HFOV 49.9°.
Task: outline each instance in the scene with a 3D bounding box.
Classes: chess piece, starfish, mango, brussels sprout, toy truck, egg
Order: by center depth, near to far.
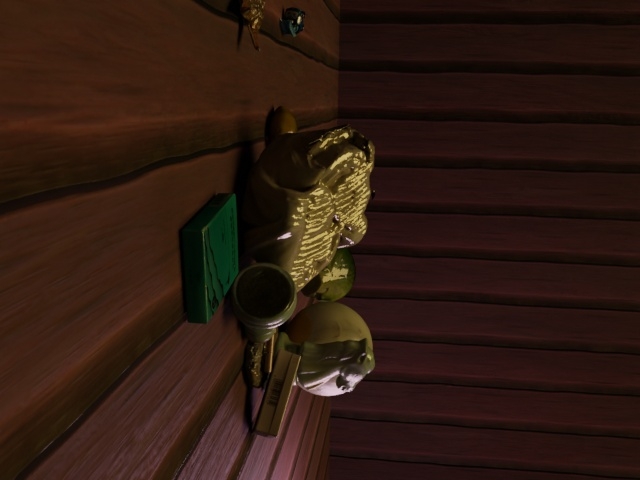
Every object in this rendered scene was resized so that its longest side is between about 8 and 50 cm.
[{"bbox_3d":[-0.142,-0.508,1.399,0.138,0.050,0.248,79,7,-62],"label":"starfish"},{"bbox_3d":[-0.130,0.165,1.498,0.272,0.139,0.139,105,-8,-60],"label":"chess piece"},{"bbox_3d":[-0.096,-0.290,1.782,0.161,0.076,0.103,-93,174,-47],"label":"mango"},{"bbox_3d":[-0.002,0.336,1.855,0.176,0.297,0.176,0,90,-83],"label":"chess piece"},{"bbox_3d":[-0.082,-0.600,1.900,0.090,0.056,0.073,-58,159,-52],"label":"toy truck"},{"bbox_3d":[0.024,0.326,2.141,0.345,0.282,0.283,-67,158,-78],"label":"egg"},{"bbox_3d":[0.008,0.105,2.354,0.271,0.210,0.220,-36,125,-63],"label":"brussels sprout"}]

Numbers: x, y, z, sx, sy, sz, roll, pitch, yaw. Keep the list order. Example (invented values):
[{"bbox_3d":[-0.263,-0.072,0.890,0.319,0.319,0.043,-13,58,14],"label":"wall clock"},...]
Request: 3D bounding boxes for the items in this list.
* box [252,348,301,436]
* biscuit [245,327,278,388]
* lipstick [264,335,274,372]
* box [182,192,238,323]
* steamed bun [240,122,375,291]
[{"bbox_3d":[-0.109,0.378,1.681,0.141,0.058,0.201,115,-8,-69],"label":"box"},{"bbox_3d":[-0.144,0.280,1.702,0.290,0.038,0.142,-66,157,-70],"label":"biscuit"},{"bbox_3d":[-0.122,0.266,1.637,0.019,0.018,0.094,52,42,-81],"label":"lipstick"},{"bbox_3d":[-0.186,0.023,1.189,0.226,0.042,0.161,-71,162,-70],"label":"box"},{"bbox_3d":[-0.048,-0.096,1.555,0.394,0.237,0.346,-59,151,5],"label":"steamed bun"}]
